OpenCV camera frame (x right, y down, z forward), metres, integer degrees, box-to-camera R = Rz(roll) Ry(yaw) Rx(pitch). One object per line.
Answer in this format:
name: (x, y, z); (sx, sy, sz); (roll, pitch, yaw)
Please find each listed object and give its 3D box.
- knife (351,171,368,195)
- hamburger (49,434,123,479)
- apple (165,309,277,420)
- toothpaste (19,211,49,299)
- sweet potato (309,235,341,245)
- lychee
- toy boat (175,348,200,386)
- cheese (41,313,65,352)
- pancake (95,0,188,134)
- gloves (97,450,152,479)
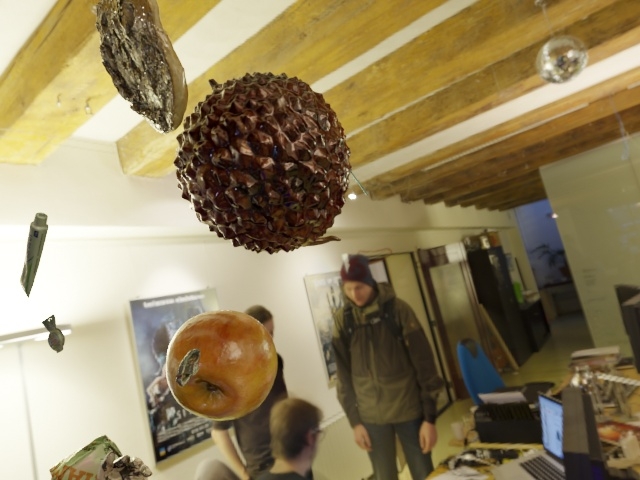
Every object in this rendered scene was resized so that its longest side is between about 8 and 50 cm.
knife: (0.102, -0.160, 1.223); (0.005, 0.091, 0.014); (-39, 13, -8)
hamburger: (-0.676, 0.722, 1.339); (0.214, 0.235, 0.125); (-36, 14, -20)
apple: (-0.251, 0.319, 1.147); (0.286, 0.286, 0.233); (-16, 13, 17)
toothpaste: (-0.864, 0.046, 1.346); (0.048, 0.075, 0.297); (-7, -48, -53)
sweet potato: (0.000, 0.000, 1.252); (0.115, 0.026, 0.026); (-11, -8, -8)
lychee: (-0.142, -0.205, 1.088); (0.424, 0.500, 0.424); (-26, -17, -9)
toy boat: (-0.258, 0.253, 0.887); (0.038, 0.038, 0.083); (-18, 33, 30)
cheese: (-0.845, 0.299, 1.425); (0.067, 0.121, 0.026); (-31, -12, 13)
pancake: (-0.330, -0.329, 0.819); (0.049, 0.282, 0.282); (-29, 2, -34)
gloves: (-0.472, 0.583, 1.069); (0.127, 0.212, 0.111); (-25, 19, -36)
